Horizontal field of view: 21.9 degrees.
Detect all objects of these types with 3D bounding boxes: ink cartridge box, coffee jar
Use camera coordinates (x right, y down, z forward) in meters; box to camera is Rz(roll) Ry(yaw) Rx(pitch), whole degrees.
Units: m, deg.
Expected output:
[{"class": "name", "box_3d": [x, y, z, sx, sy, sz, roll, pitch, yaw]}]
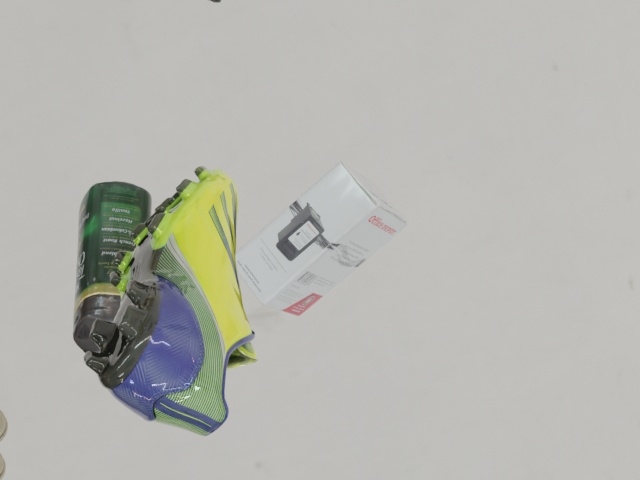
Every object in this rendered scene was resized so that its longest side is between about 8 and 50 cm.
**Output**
[{"class": "ink cartridge box", "box_3d": [0.000, 0.000, 1.628, 0.150, 0.109, 0.063, -41, 71, 8]}, {"class": "coffee jar", "box_3d": [-0.231, 0.033, 1.833, 0.079, 0.096, 0.184, 9, 57, -18]}]

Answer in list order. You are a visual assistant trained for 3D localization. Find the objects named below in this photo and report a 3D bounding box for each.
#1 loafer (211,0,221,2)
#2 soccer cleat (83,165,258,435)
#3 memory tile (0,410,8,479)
[{"class": "loafer", "box_3d": [-0.069, -0.329, 1.610, 0.078, 0.076, 0.223, 34, 77, -4]}, {"class": "soccer cleat", "box_3d": [-0.097, 0.045, 1.264, 0.121, 0.289, 0.093, 37, 118, -14]}, {"class": "memory tile", "box_3d": [-0.293, 0.188, 1.241, 0.113, 0.012, 0.148, -3, 51, -2]}]
